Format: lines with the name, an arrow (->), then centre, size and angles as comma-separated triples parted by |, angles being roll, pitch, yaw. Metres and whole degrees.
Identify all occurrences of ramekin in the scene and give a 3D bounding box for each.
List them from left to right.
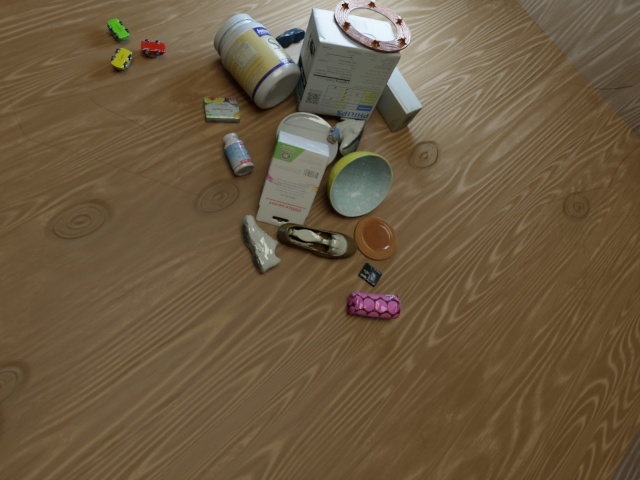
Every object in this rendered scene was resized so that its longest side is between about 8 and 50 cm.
ramekin -> -0.070, -0.397, 1.877 | 0.273, 0.127, 0.273 | 6, 70, -16

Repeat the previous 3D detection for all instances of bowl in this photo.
bowl -> 0.141, -0.261, 1.858 | 0.289, 0.289, 0.156 | -10, 38, -22

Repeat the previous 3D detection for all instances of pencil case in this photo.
pencil case -> 0.212, 0.255, 1.759 | 0.209, 0.095, 0.098 | 7, 104, -18

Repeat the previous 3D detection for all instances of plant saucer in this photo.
plant saucer -> 0.242, -0.014, 1.894 | 0.200, 0.037, 0.200 | 6, 69, -16

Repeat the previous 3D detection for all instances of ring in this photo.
ring -> 0.221, -0.894, 1.809 | 0.336, 0.032, 0.337 | 8, 57, -13

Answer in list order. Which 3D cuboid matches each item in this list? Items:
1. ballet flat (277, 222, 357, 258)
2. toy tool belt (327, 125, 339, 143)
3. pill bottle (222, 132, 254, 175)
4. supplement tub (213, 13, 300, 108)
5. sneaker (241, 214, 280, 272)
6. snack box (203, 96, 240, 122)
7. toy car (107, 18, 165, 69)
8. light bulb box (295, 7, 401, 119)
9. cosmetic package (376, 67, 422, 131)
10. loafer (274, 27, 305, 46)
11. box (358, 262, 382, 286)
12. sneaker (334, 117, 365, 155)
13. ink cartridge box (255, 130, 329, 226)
ballet flat -> 0.000, 0.000, 1.754 | 0.342, 0.124, 0.116 | 17, 84, -13
toy tool belt -> 0.060, -0.450, 1.840 | 0.052, 0.051, 0.083 | 21, 64, -10
pill bottle -> -0.338, -0.351, 1.791 | 0.087, 0.087, 0.160 | -21, 79, -24
supplement tub -> -0.270, -0.759, 1.876 | 0.241, 0.241, 0.331 | -38, 87, -26
sneaker -> -0.227, 0.004, 1.711 | 0.115, 0.090, 0.232 | -20, 87, -30
snack box -> -0.417, -0.551, 1.864 | 0.141, 0.037, 0.100 | -4, 74, -20
toy car -> -0.795, -0.815, 1.824 | 0.239, 0.053, 0.225 | -36, 85, -27
light bulb box -> 0.097, -0.748, 1.915 | 0.358, 0.361, 0.225 | 2, 59, -18
cosmetic package -> 0.334, -0.700, 2.105 | 0.113, 0.160, 0.309 | -28, 81, -25
loafer -> -0.155, -0.968, 2.099 | 0.170, 0.062, 0.061 | -30, 61, -29
box -> 0.207, 0.143, 1.836 | 0.083, 0.018, 0.067 | 38, 63, -3
sneaker -> 0.113, -0.457, 1.952 | 0.129, 0.111, 0.297 | 17, 36, 2
ink cartridge box -> -0.118, -0.226, 1.741 | 0.207, 0.353, 0.119 | 14, 32, -14
